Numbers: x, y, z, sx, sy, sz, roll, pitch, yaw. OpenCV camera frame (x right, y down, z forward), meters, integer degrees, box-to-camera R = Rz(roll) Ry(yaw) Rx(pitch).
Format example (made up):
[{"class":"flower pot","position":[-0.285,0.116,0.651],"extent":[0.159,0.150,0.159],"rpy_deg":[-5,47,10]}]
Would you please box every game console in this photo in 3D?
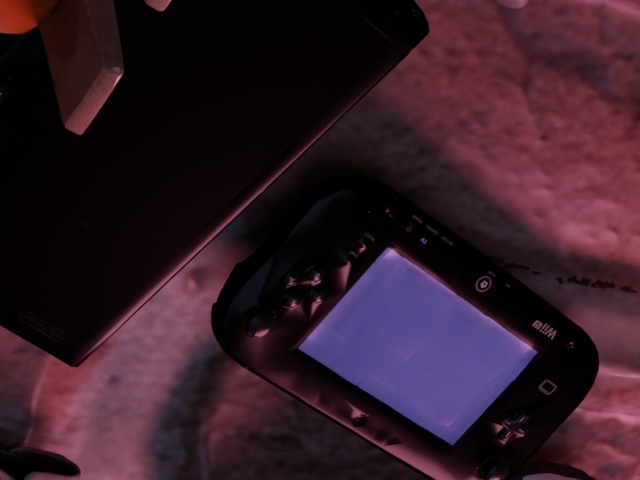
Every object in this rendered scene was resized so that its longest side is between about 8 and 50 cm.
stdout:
[{"class":"game console","position":[0.000,0.000,0.731],"extent":[0.213,0.044,0.361],"rpy_deg":[-43,127,17]}]

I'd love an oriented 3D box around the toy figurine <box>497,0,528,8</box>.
[{"class":"toy figurine","position":[0.098,-0.168,0.563],"extent":[0.148,0.213,0.209],"rpy_deg":[-51,126,-1]}]

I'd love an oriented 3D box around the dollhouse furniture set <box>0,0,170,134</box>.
[{"class":"dollhouse furniture set","position":[-0.194,-0.066,0.519],"extent":[0.262,0.135,0.259],"rpy_deg":[4,150,-29]}]

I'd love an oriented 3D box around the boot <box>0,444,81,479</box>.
[{"class":"boot","position":[-0.138,0.142,0.798],"extent":[0.118,0.042,0.087],"rpy_deg":[22,106,-35]}]

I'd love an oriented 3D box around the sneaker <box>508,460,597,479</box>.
[{"class":"sneaker","position":[0.056,0.184,0.856],"extent":[0.211,0.081,0.080],"rpy_deg":[-26,124,0]}]
